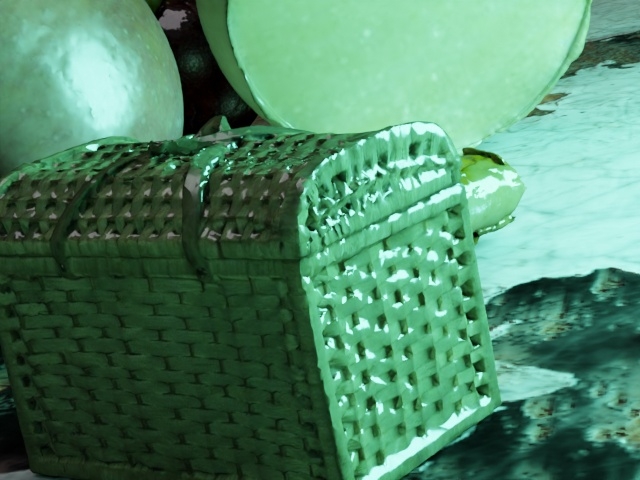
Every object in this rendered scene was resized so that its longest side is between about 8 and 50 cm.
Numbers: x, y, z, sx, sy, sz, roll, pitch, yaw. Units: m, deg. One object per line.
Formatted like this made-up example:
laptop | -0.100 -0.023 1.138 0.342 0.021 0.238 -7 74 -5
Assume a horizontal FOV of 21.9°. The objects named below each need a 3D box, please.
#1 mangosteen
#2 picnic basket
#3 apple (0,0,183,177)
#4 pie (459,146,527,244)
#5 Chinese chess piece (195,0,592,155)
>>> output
mangosteen | -0.153 -0.192 1.672 0.216 0.216 0.216 -9 12 2
picnic basket | -0.039 0.022 0.749 0.196 0.154 0.134 -1 15 39
apple | -0.237 -0.069 1.031 0.306 0.305 0.235 -11 27 -4
pie | 0.000 0.000 1.027 0.282 0.068 0.129 -23 17 -33
Chinese chess piece | 0.063 -0.226 1.373 0.338 0.338 0.140 -12 29 -8
